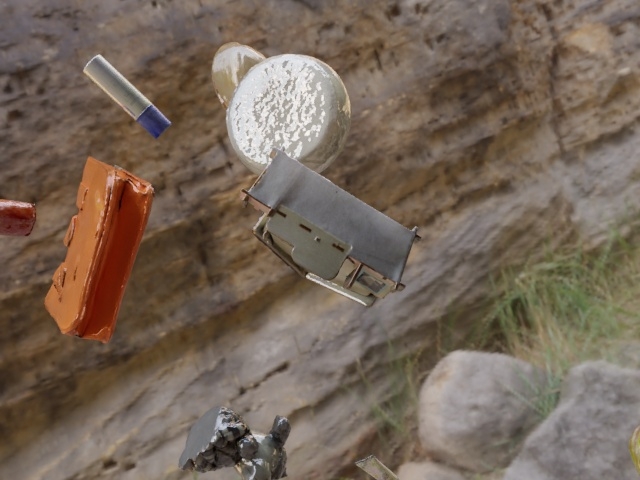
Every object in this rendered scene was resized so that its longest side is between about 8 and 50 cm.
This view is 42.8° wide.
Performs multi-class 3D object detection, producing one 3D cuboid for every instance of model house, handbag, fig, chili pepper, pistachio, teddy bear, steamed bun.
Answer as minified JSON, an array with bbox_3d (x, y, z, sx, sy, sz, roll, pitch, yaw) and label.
[{"bbox_3d":[0.000,0.000,1.506,0.169,0.326,0.244,-59,2,-14],"label":"model house"},{"bbox_3d":[-0.545,0.017,1.978,0.116,0.409,0.303,15,5,-33],"label":"handbag"},{"bbox_3d":[0.554,0.372,1.326,0.093,0.093,0.166,-18,35,27],"label":"fig"},{"bbox_3d":[-0.645,-0.046,1.661,0.073,0.070,0.123,-21,-21,41],"label":"chili pepper"},{"bbox_3d":[-0.196,-0.423,2.285,0.182,0.292,0.162,-23,-4,-18],"label":"pistachio"},{"bbox_3d":[-0.150,0.436,1.717,0.251,0.171,0.144,21,20,-19],"label":"teddy bear"},{"bbox_3d":[-0.060,-0.260,1.793,0.283,0.282,0.177,-18,-15,16],"label":"steamed bun"}]

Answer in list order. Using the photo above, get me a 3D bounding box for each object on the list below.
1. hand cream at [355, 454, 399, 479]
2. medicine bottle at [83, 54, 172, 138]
[{"bbox_3d":[0.158,0.618,2.186,0.061,0.143,0.039,-31,34,27],"label":"hand cream"},{"bbox_3d":[-0.456,-0.339,1.938,0.059,0.231,0.059,-45,9,9],"label":"medicine bottle"}]
